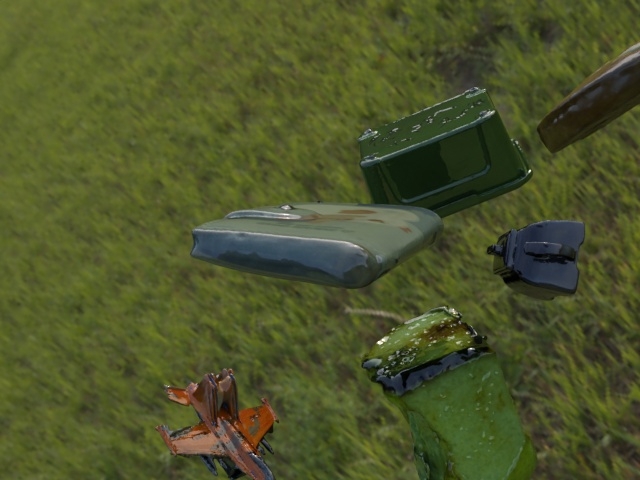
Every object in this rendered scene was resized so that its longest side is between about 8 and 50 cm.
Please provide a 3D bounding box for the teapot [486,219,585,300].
[{"bbox_3d":[0.249,0.019,1.204,0.177,0.096,0.087,123,158,-82],"label":"teapot"}]

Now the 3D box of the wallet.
[{"bbox_3d":[0.000,0.000,1.246,0.252,0.083,0.360,4,8,18],"label":"wallet"}]

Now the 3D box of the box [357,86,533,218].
[{"bbox_3d":[0.230,-0.162,1.996,0.328,0.178,0.253,-23,24,10],"label":"box"}]

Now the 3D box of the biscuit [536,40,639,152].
[{"bbox_3d":[0.464,-0.245,1.408,0.394,0.070,0.350,-29,-5,-31],"label":"biscuit"}]

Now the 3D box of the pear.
[{"bbox_3d":[0.179,0.241,1.378,0.164,0.255,0.238,-26,13,-3],"label":"pear"}]

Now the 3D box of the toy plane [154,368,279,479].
[{"bbox_3d":[-0.076,0.204,0.942,0.135,0.188,0.062,-11,-27,-45],"label":"toy plane"}]
